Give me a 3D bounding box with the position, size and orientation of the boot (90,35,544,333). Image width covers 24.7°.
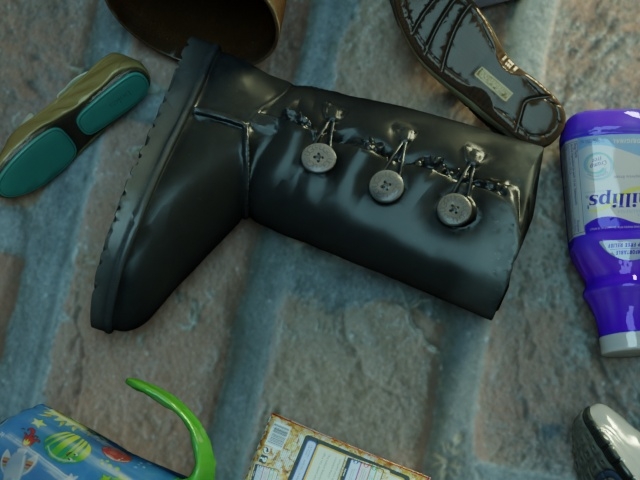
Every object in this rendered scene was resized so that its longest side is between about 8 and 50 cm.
[{"bbox_3d":[0.001,-0.002,1.666,0.445,0.146,0.367,20,78,-1],"label":"boot"}]

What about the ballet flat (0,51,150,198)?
[{"bbox_3d":[-0.304,-0.138,1.730,0.232,0.080,0.073,-39,52,-12],"label":"ballet flat"}]

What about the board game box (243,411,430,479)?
[{"bbox_3d":[0.006,0.296,1.629,0.193,0.045,0.147,22,76,4],"label":"board game box"}]

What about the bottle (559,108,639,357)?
[{"bbox_3d":[0.343,-0.008,1.687,0.118,0.092,0.283,-1,76,-2],"label":"bottle"}]

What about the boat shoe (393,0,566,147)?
[{"bbox_3d":[0.178,-0.203,1.733,0.095,0.095,0.257,-40,87,-4],"label":"boat shoe"}]

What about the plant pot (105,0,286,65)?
[{"bbox_3d":[-0.117,-0.358,1.726,0.215,0.215,0.230,17,61,3],"label":"plant pot"}]

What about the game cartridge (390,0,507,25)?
[{"bbox_3d":[0.150,-0.421,1.810,0.198,0.062,0.297,-13,76,-9],"label":"game cartridge"}]

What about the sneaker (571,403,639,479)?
[{"bbox_3d":[0.400,0.291,1.622,0.129,0.111,0.297,-40,83,-26],"label":"sneaker"}]

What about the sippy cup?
[{"bbox_3d":[-0.264,0.299,1.545,0.224,0.240,0.305,35,55,17],"label":"sippy cup"}]
